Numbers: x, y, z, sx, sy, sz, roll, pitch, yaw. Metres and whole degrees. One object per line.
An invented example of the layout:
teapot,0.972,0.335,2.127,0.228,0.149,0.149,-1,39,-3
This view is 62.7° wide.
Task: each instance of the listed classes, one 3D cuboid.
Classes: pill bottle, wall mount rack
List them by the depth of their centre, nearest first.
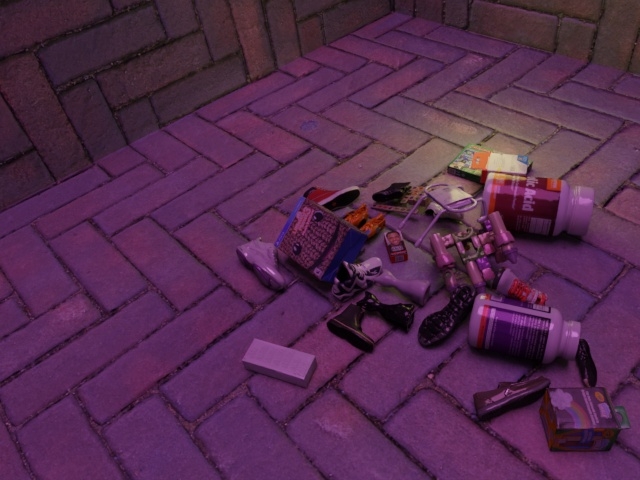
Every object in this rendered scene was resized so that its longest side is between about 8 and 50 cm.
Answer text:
pill bottle,0.650,0.288,1.694,0.322,0.182,0.182,11,47,21
wall mount rack,0.468,-0.110,2.063,0.303,0.131,0.350,-18,22,-3
pill bottle,0.846,-0.139,2.072,0.391,0.224,0.224,9,46,20

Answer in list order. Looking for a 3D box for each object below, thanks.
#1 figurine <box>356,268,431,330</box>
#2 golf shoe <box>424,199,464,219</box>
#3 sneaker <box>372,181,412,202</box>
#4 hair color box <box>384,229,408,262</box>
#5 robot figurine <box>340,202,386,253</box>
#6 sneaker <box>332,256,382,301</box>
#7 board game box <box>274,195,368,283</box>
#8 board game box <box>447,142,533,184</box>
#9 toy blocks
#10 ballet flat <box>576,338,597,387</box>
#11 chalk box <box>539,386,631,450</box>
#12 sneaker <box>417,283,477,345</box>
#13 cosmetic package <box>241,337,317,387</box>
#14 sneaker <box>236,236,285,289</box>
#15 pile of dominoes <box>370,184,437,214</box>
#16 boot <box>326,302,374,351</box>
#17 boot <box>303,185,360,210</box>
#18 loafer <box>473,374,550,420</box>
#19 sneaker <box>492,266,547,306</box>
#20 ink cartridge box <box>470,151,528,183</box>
figurine,0.267,0.202,1.916,0.209,0.092,0.215,21,50,26
golf shoe,0.523,-0.114,2.231,0.086,0.069,0.176,-42,42,-22
sneaker,0.318,-0.219,2.338,0.170,0.051,0.089,-8,33,22
hair color box,0.306,0.024,2.136,0.071,0.043,0.141,-11,42,0
robot figurine,0.123,-0.035,2.201,0.291,0.085,0.211,-35,48,-25
sneaker,0.137,0.116,1.972,0.234,0.153,0.094,-31,58,-13
board game box,0.000,0.000,2.067,0.291,0.141,0.232,34,98,37
board game box,0.780,-0.338,2.426,0.317,0.046,0.213,26,53,32
toy blocks,0.568,0.084,1.936,0.288,0.309,0.260,-21,76,5
ballet flat,0.834,0.390,1.661,0.057,0.049,0.173,31,43,-19
chalk box,0.752,0.505,1.485,0.212,0.132,0.133,-2,43,7
sneaker,0.449,0.272,1.814,0.267,0.106,0.101,-43,51,-4
cosmetic package,-0.139,0.417,1.793,0.238,0.061,0.099,12,45,22
sneaker,-0.217,0.079,2.123,0.152,0.114,0.305,-32,48,-20
pile of dominoes,0.370,-0.199,2.325,0.251,0.040,0.196,11,46,37
boot,0.138,0.297,1.863,0.197,0.077,0.137,28,50,32
boot,0.047,-0.219,2.412,0.244,0.089,0.176,-23,43,-9
loafer,0.576,0.457,1.592,0.251,0.094,0.087,-18,48,-8
sneaker,0.679,0.171,1.765,0.145,0.270,0.090,28,88,36
ink cartridge box,0.784,-0.314,2.309,0.230,0.078,0.134,9,46,19
